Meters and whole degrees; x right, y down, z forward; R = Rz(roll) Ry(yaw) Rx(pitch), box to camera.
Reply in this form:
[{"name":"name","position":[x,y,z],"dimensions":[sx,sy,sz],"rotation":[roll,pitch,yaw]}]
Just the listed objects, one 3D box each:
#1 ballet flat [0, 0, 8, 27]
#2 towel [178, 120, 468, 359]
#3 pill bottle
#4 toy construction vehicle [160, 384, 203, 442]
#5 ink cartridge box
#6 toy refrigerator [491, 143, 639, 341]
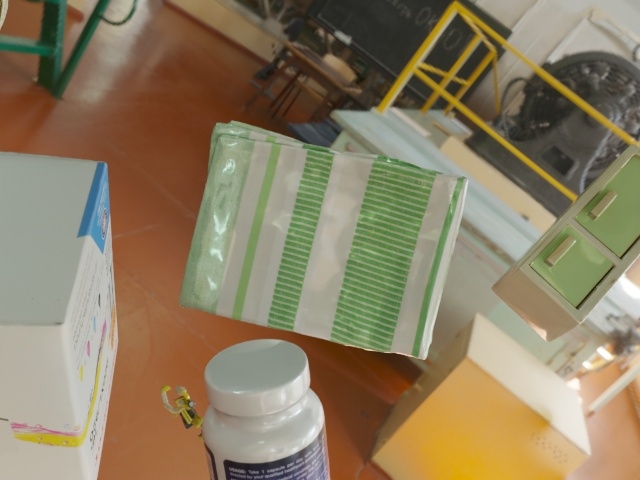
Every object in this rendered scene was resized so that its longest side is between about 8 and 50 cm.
[{"name":"ballet flat","position":[-0.358,-0.188,0.656],"dimensions":[0.057,0.168,0.052],"rotation":[12,3,-31]},{"name":"towel","position":[0.000,0.000,0.814],"dimensions":[0.325,0.248,0.038],"rotation":[13,3,6]},{"name":"pill bottle","position":[-0.066,0.268,0.820],"dimensions":[0.153,0.264,0.153],"rotation":[-4,22,2]},{"name":"toy construction vehicle","position":[-0.212,0.274,1.027],"dimensions":[0.098,0.035,0.086],"rotation":[60,-25,-14]},{"name":"ink cartridge box","position":[-0.257,0.072,0.509],"dimensions":[0.168,0.232,0.171],"rotation":[4,43,-10]},{"name":"toy refrigerator","position":[0.355,-0.002,0.844],"dimensions":[0.102,0.269,0.094],"rotation":[45,-22,12]}]
